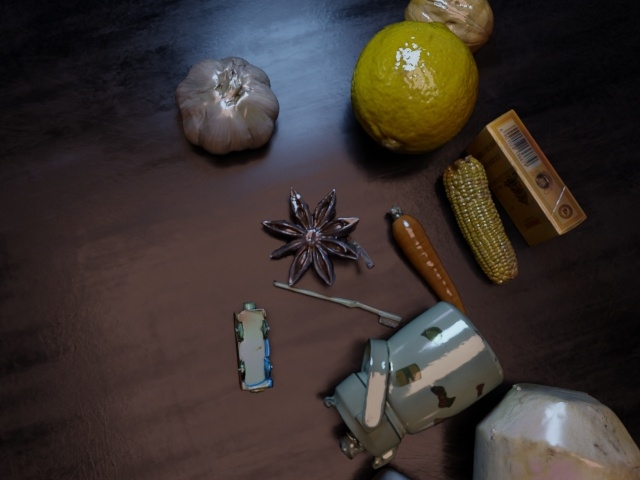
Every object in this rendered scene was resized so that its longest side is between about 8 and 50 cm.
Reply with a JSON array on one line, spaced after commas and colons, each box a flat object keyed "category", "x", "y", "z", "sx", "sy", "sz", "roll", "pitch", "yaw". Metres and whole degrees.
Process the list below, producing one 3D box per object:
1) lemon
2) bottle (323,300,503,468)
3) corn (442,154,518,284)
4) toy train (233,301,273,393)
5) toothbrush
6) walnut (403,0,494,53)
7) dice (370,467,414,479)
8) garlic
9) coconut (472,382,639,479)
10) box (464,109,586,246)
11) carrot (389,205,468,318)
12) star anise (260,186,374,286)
[{"category": "lemon", "x": 0.197, "y": -0.323, "z": 1.491, "sx": 0.293, "sy": 0.293, "sz": 0.293, "roll": 1, "pitch": 82, "yaw": -4}, {"category": "bottle", "x": 0.166, "y": 0.291, "z": 1.434, "sx": 0.352, "sy": 0.229, "sz": 0.229, "roll": -33, "pitch": 85, "yaw": -5}, {"category": "corn", "x": 0.355, "y": -0.042, "z": 1.548, "sx": 0.101, "sy": 0.101, "sz": 0.291, "roll": -23, "pitch": 88, "yaw": -7}, {"category": "toy train", "x": -0.140, "y": 0.223, "z": 1.470, "sx": 0.072, "sy": 0.099, "sz": 0.188, "roll": -5, "pitch": 81, "yaw": -8}, {"category": "toothbrush", "x": 0.038, "y": 0.133, "z": 1.532, "sx": 0.294, "sy": 0.026, "sz": 0.028, "roll": 20, "pitch": 96, "yaw": -2}, {"category": "walnut", "x": 0.289, "y": -0.497, "z": 1.577, "sx": 0.197, "sy": 0.165, "sz": 0.165, "roll": 23, "pitch": 81, "yaw": -1}, {"category": "dice", "x": 0.166, "y": 0.579, "z": 1.394, "sx": 0.194, "sy": 0.193, "sz": 0.191, "roll": 30, "pitch": 80, "yaw": 2}, {"category": "garlic", "x": -0.199, "y": -0.294, "z": 1.513, "sx": 0.228, "sy": 0.152, "sz": 0.227, "roll": 0, "pitch": 87, "yaw": -5}, {"category": "coconut", "x": 0.470, "y": 0.463, "z": 1.378, "sx": 0.353, "sy": 0.352, "sz": 0.352, "roll": 1, "pitch": 82, "yaw": -4}, {"category": "box", "x": 0.435, "y": -0.128, "z": 1.525, "sx": 0.076, "sy": 0.174, "sz": 0.274, "roll": -32, "pitch": 85, "yaw": -7}, {"category": "carrot", "x": 0.245, "y": 0.067, "z": 1.539, "sx": 0.069, "sy": 0.069, "sz": 0.336, "roll": -32, "pitch": 89, "yaw": -8}, {"category": "star anise", "x": 0.000, "y": 0.001, "z": 1.520, "sx": 0.262, "sy": 0.081, "sz": 0.230, "roll": 22, "pitch": 80, "yaw": 10}]
